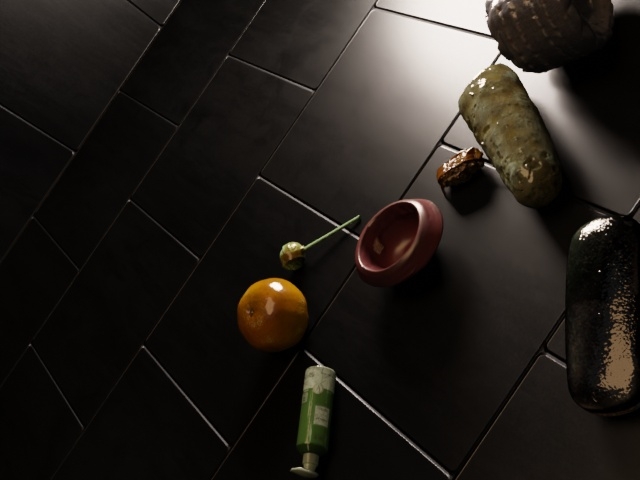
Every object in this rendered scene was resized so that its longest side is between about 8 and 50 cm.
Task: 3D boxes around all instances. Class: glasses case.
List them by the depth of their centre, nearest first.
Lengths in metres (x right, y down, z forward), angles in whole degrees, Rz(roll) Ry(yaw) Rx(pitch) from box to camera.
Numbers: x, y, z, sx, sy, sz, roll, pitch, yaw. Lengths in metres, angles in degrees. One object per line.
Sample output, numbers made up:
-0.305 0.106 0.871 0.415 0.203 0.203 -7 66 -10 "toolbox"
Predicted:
0.435 0.106 1.417 0.122 0.082 0.321 -18 52 40 "glasses case"

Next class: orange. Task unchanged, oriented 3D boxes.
-0.093 0.152 1.918 0.154 0.134 0.155 -5 83 44 "orange"

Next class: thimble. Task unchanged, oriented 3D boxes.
0.419 -0.429 1.731 0.172 0.205 0.236 -17 52 40 "thimble"

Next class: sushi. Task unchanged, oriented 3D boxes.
0.267 -0.137 1.800 0.120 0.052 0.055 -34 43 25 "sushi"

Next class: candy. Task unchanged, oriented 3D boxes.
0.000 0.000 1.997 0.202 0.061 0.061 -30 44 17 "candy"

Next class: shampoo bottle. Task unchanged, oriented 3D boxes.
-0.012 0.336 1.737 0.065 0.065 0.205 -20 50 37 "shampoo bottle"

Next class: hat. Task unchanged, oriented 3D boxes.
0.157 0.011 1.780 0.205 0.089 0.205 -32 39 31 "hat"

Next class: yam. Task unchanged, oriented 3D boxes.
0.345 -0.187 1.702 0.133 0.133 0.330 -37 44 22 "yam"
